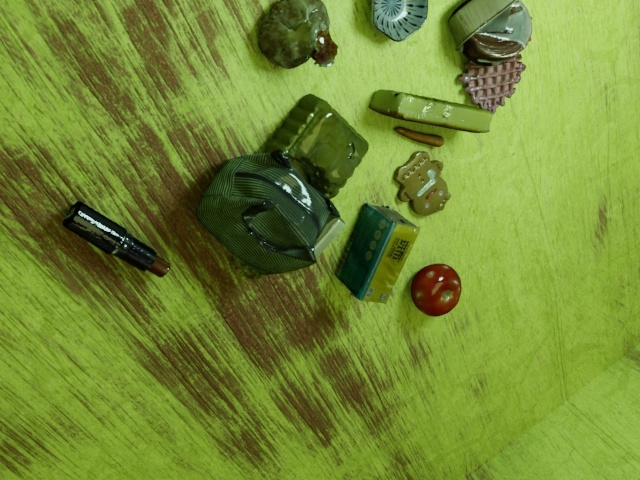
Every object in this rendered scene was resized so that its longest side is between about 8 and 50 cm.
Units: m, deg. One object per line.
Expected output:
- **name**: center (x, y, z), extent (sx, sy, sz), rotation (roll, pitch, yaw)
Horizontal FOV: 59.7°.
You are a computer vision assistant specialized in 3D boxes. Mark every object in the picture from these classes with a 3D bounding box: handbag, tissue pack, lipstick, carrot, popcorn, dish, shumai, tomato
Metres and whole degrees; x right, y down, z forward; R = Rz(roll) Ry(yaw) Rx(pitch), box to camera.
- **handbag**: center (-0.125, -0.069, 1.479), extent (0.341, 0.240, 0.247), rotation (47, 56, -31)
- **tissue pack**: center (0.178, 0.039, 1.750), extent (0.134, 0.192, 0.271), rotation (14, 108, -31)
- **lipstick**: center (-0.515, 0.008, 1.435), extent (0.081, 0.081, 0.299), rotation (-49, 125, 1)
- **carrot**: center (0.307, -0.323, 1.734), extent (0.190, 0.037, 0.037), rotation (7, 110, -29)
- **popcorn**: center (-0.207, 0.058, 1.625), extent (0.097, 0.089, 0.109), rotation (-13, 116, -35)
- **dish**: center (0.201, -0.637, 1.504), extent (0.190, 0.066, 0.191), rotation (-12, 118, -24)
- **shumai**: center (-0.043, -0.514, 1.390), extent (0.209, 0.153, 0.161), rotation (-31, 131, -15)
- **tomato**: center (0.406, 0.171, 1.969), extent (0.195, 0.136, 0.195), rotation (-11, 116, -24)

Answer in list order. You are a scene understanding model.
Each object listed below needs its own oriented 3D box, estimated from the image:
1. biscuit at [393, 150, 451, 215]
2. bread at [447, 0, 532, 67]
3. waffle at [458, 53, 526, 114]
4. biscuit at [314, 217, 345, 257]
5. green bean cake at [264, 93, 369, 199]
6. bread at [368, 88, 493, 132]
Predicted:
- **biscuit**: center (0.338, -0.175, 1.825), extent (0.184, 0.035, 0.249), rotation (-40, 126, -4)
- **bread**: center (0.494, -0.610, 1.599), extent (0.224, 0.142, 0.212), rotation (-39, 90, -5)
- **waffle**: center (0.538, -0.522, 1.745), extent (0.234, 0.055, 0.221), rotation (34, 93, -33)
- **biscuit**: center (0.000, 0.000, 1.719), extent (0.188, 0.056, 0.052), rotation (-50, 125, 1)
- **green bean cake**: center (-0.005, -0.250, 1.551), extent (0.236, 0.124, 0.233), rotation (36, 94, -36)
- **bread**: center (0.332, -0.383, 1.653), extent (0.361, 0.138, 0.077), rotation (2, 111, -29)
